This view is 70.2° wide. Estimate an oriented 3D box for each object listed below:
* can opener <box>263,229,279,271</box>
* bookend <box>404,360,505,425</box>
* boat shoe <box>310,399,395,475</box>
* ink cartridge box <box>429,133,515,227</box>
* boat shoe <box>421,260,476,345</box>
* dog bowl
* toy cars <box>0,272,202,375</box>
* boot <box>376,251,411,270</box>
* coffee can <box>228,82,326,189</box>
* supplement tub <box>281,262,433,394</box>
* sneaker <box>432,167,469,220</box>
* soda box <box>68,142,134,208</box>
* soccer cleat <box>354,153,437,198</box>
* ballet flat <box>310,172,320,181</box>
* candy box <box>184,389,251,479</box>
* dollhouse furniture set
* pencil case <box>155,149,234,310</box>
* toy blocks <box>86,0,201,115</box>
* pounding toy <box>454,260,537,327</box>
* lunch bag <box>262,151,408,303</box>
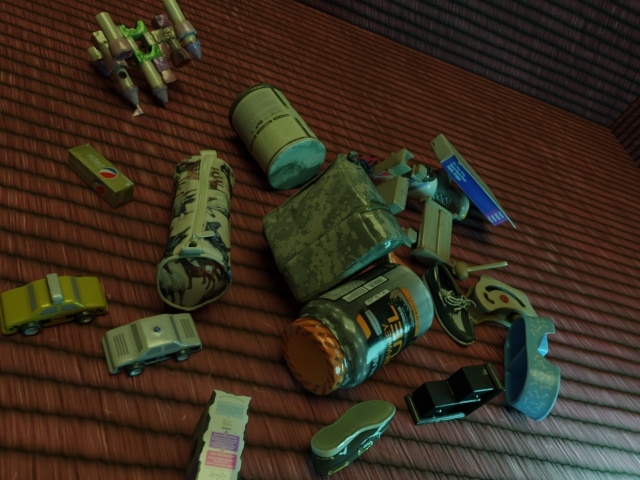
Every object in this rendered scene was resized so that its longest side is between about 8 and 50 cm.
[{"bbox_3d":[-0.108,0.008,1.236,0.059,0.073,0.186,14,50,-38],"label":"can opener"},{"bbox_3d":[0.306,0.352,1.050,0.156,0.157,0.072,3,48,-26],"label":"bookend"},{"bbox_3d":[0.071,0.404,0.947,0.227,0.069,0.081,-12,17,-40],"label":"boat shoe"},{"bbox_3d":[0.534,-0.206,1.631,0.324,0.071,0.330,43,24,-17],"label":"ink cartridge box"},{"bbox_3d":[0.379,0.176,1.312,0.095,0.079,0.255,4,48,-25],"label":"boat shoe"},{"bbox_3d":[0.552,0.323,1.212,0.074,0.166,0.297,19,43,6],"label":"dog bowl"},{"bbox_3d":[-0.427,0.153,0.905,0.393,0.087,0.176,23,43,-7],"label":"toy cars"},{"bbox_3d":[0.220,0.074,1.347,0.084,0.059,0.158,-1,59,-33],"label":"boot"},{"bbox_3d":[-0.138,-0.324,1.425,0.201,0.201,0.275,-14,58,-36],"label":"coffee can"},{"bbox_3d":[0.089,0.196,1.047,0.338,0.207,0.207,-24,63,-40],"label":"supplement tub"},{"bbox_3d":[0.440,-0.167,1.671,0.121,0.099,0.262,-2,43,-20],"label":"sneaker"},{"bbox_3d":[-0.558,-0.166,1.157,0.181,0.061,0.058,39,44,11],"label":"soda box"},{"bbox_3d":[0.235,-0.201,1.581,0.331,0.143,0.116,15,38,20],"label":"soccer cleat"},{"bbox_3d":[-0.002,-0.196,1.479,0.049,0.057,0.173,-23,63,-38],"label":"ballet flat"},{"bbox_3d":[-0.182,0.380,0.762,0.070,0.165,0.196,16,44,-14],"label":"candy box"},{"bbox_3d":[0.311,-0.067,1.481,0.355,0.174,0.303,29,59,-28],"label":"dollhouse furniture set"},{"bbox_3d":[-0.284,-0.044,1.077,0.159,0.183,0.410,13,39,-21],"label":"pencil case"},{"bbox_3d":[-0.547,-0.559,1.461,0.288,0.309,0.260,-36,104,-32],"label":"toy blocks"},{"bbox_3d":[0.520,0.164,1.340,0.269,0.155,0.154,25,39,-6],"label":"pounding toy"},{"bbox_3d":[0.025,-0.032,1.102,0.256,0.305,0.212,57,22,9],"label":"lunch bag"}]
